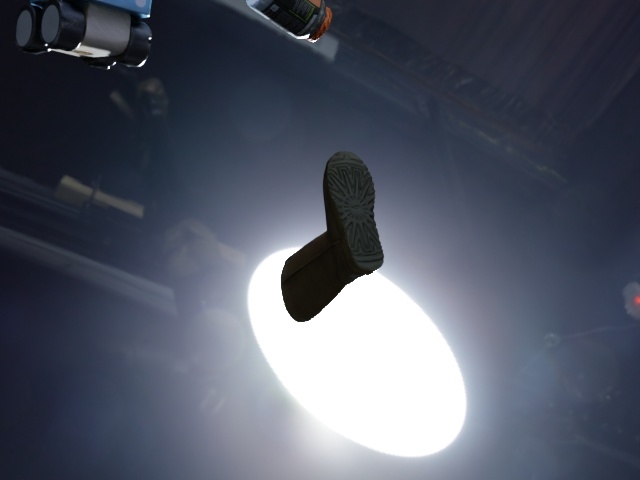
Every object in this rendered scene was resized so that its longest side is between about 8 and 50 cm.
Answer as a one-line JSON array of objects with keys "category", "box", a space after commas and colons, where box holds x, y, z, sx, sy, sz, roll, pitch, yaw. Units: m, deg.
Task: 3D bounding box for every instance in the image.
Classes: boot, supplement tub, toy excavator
[{"category": "boot", "box": [0.000, 0.000, 1.422, 0.089, 0.269, 0.236, 4, -113, -27]}, {"category": "supplement tub", "box": [-0.072, -0.558, 1.869, 0.190, 0.117, 0.117, 27, -152, -34]}, {"category": "toy excavator", "box": [-0.467, -0.618, 1.716, 0.222, 0.446, 0.432, 2, -174, -44]}]
